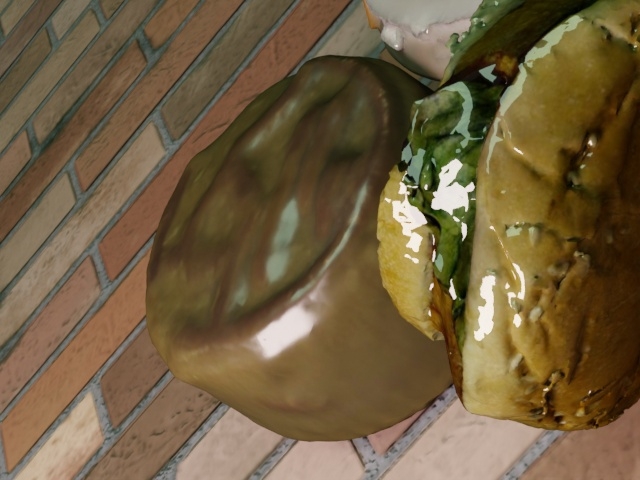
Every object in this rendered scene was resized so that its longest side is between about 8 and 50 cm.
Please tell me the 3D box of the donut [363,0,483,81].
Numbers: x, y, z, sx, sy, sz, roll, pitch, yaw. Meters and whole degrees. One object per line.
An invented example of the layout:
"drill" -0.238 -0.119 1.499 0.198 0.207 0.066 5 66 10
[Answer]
"donut" 0.193 -0.256 1.042 0.383 0.142 0.382 -34 36 30

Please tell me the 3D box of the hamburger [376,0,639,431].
"hamburger" 0.150 -0.035 0.787 0.134 0.265 0.284 25 96 35

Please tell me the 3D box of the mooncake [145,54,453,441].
"mooncake" 0.000 0.000 1.058 0.284 0.155 0.284 -34 36 29
